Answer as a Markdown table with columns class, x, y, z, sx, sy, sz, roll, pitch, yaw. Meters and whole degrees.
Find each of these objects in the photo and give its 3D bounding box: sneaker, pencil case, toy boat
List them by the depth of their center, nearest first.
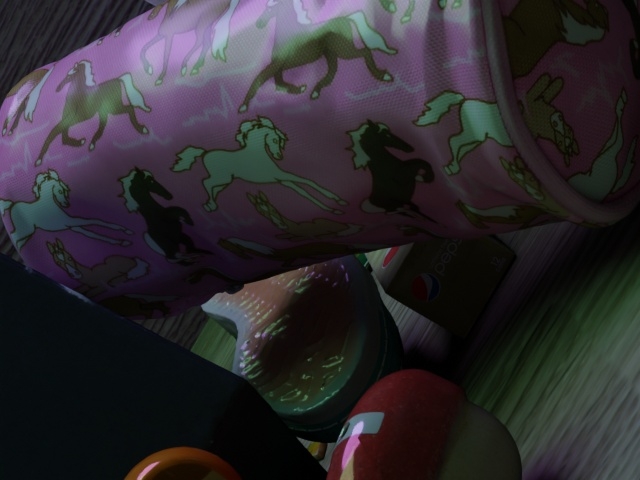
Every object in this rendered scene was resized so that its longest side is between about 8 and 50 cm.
| class | x | y | z | sx | sy | sz | roll | pitch | yaw |
| --- | --- | --- | --- | --- | --- | --- | --- | --- | --- |
| toy boat | -0.018 | 0.139 | 0.706 | 0.231 | 0.151 | 0.151 | -55 | 8 | 43 |
| pencil case | -0.002 | -0.058 | 0.851 | 0.386 | 0.167 | 0.160 | -14 | 76 | 45 |
| sneaker | 0.011 | 0.072 | 1.055 | 0.108 | 0.121 | 0.302 | -47 | 17 | 1 |

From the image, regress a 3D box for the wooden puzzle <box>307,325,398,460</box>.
| class | x | y | z | sx | sy | sz | roll | pitch | yaw |
| --- | --- | --- | --- | --- | --- | --- | --- | --- | --- |
| wooden puzzle | 0.018 | 0.113 | 1.226 | 0.116 | 0.014 | 0.078 | -61 | 6 | -11 |

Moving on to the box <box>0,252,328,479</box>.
| class | x | y | z | sx | sy | sz | roll | pitch | yaw |
| --- | --- | --- | --- | --- | --- | --- | --- | --- | --- |
| box | -0.181 | 0.121 | 0.945 | 0.179 | 0.313 | 0.343 | -60 | -15 | -11 |

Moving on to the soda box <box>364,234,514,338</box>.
| class | x | y | z | sx | sy | sz | roll | pitch | yaw |
| --- | --- | --- | --- | --- | --- | --- | --- | --- | --- |
| soda box | 0.072 | 0.008 | 1.059 | 0.061 | 0.058 | 0.181 | -60 | 6 | 5 |

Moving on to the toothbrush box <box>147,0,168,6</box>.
| class | x | y | z | sx | sy | sz | roll | pitch | yaw |
| --- | --- | --- | --- | --- | --- | --- | --- | --- | --- |
| toothbrush box | 0.026 | -0.149 | 1.057 | 0.126 | 0.296 | 0.216 | -59 | 6 | 8 |

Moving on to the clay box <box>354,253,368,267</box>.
| class | x | y | z | sx | sy | sz | roll | pitch | yaw |
| --- | --- | --- | --- | --- | --- | --- | --- | --- | --- |
| clay box | 0.061 | -0.066 | 1.559 | 0.127 | 0.053 | 0.222 | -58 | 5 | 26 |
